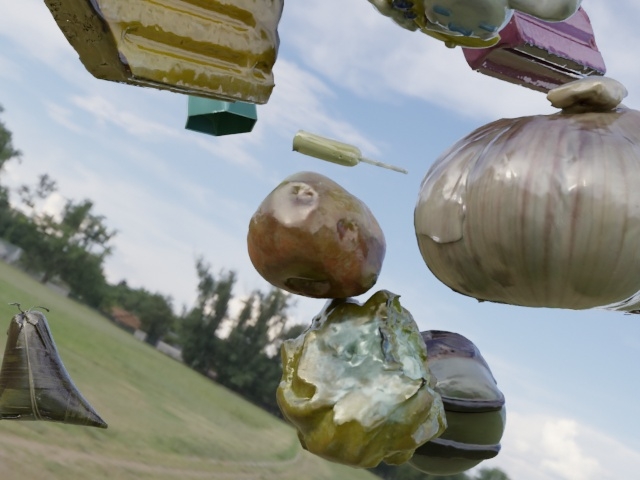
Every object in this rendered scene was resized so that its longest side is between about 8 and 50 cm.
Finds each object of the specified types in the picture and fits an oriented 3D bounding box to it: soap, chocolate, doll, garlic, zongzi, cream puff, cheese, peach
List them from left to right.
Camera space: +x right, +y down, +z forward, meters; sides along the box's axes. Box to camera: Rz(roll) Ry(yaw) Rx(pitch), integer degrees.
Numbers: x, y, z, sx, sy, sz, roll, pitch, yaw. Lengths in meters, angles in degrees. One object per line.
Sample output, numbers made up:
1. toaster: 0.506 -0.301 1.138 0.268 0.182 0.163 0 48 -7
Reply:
1. zongzi: -0.422 0.203 1.326 0.184 0.187 0.084 8 -11 -6
2. soap: -0.152 -0.227 0.792 0.080 0.160 0.258 9 5 42
3. peach: 0.000 0.000 1.385 0.236 0.214 0.214 30 -12 8
4. cheese: 0.065 -0.182 1.768 0.256 0.050 0.127 17 8 -2
5. cream puff: 0.067 0.264 1.411 0.275 0.323 0.269 -14 -44 4
6. chocolate: 0.230 0.333 1.606 0.284 0.283 0.186 31 15 -14
7. doll: 0.178 -0.318 1.065 0.252 0.111 0.237 22 -12 -8
8. soap: 0.395 -0.423 1.578 0.128 0.232 0.360 -26 -18 39
9. garlic: 0.247 -0.027 0.860 0.322 0.240 0.322 -4 -22 -2

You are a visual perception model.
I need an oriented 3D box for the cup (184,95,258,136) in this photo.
1. cup: -0.197 -0.331 1.571 0.134 0.235 0.148 -14 -14 42
